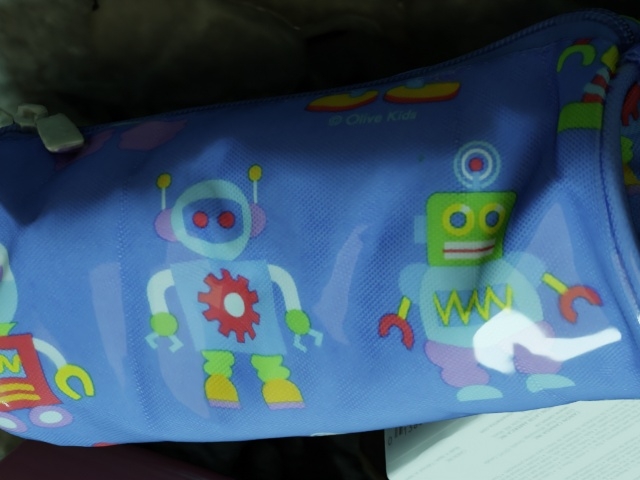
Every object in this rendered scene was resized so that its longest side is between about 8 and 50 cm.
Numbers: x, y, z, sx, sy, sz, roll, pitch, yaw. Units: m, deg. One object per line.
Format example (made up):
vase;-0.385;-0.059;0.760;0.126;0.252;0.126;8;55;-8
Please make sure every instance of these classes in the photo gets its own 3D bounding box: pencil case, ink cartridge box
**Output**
pencil case;0.000;0.000;0.669;0.306;0.119;0.133;-7;108;30
ink cartridge box;0.138;0.079;0.762;0.179;0.045;0.145;22;141;-27

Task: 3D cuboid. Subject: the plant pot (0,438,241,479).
plant pot;-0.071;0.179;0.844;0.180;0.201;0.201;28;140;17
